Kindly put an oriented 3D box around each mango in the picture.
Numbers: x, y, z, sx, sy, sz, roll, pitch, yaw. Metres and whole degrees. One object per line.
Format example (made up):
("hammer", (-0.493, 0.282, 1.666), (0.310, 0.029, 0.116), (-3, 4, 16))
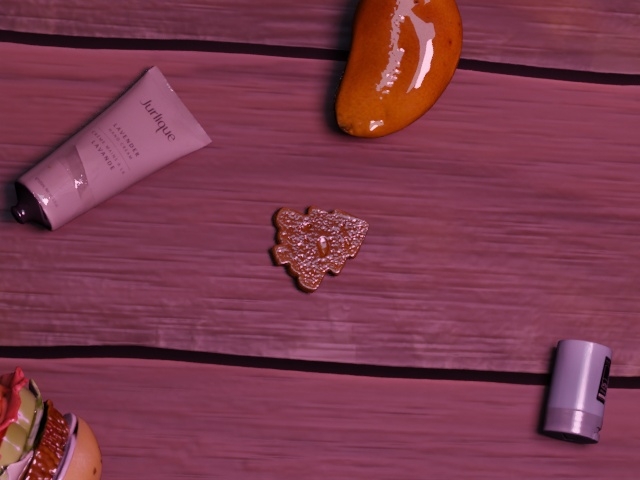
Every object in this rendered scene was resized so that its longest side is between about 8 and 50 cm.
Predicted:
("mango", (0.072, -0.164, 1.546), (0.105, 0.084, 0.159), (19, 94, 12))

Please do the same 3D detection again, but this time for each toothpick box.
("toothpick box", (0.228, 0.134, 1.524), (0.052, 0.052, 0.083), (13, 76, -5))

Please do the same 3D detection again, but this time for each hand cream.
("hand cream", (-0.192, -0.071, 1.511), (0.186, 0.054, 0.087), (-37, 89, -20))

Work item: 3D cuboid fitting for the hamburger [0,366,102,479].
("hamburger", (-0.253, 0.195, 1.393), (0.137, 0.175, 0.175), (30, 76, -15))

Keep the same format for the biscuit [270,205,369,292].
("biscuit", (0.000, 0.000, 1.537), (0.092, 0.016, 0.082), (-22, 78, -12))
